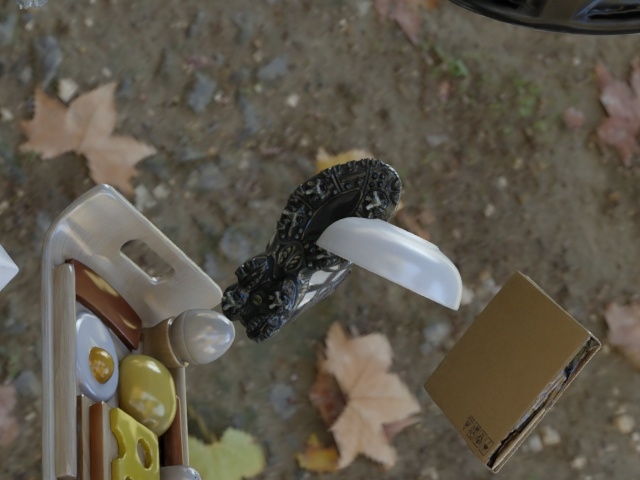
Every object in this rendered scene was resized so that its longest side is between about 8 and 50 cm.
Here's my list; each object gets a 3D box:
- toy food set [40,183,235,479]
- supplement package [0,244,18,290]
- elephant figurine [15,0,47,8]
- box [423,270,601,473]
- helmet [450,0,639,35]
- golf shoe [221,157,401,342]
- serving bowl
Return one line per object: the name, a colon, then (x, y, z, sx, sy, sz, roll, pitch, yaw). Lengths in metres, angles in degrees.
toy food set: (-0.130, 0.134, 1.231, 0.220, 0.092, 0.306, 49, 29, -54)
supplement package: (-0.319, -0.014, 0.829, 0.203, 0.149, 0.194, 49, 14, 22)
elephant figurine: (-0.287, -0.251, 0.947, 0.239, 0.169, 0.186, -4, 34, 5)
box: (0.188, 0.126, 1.519, 0.021, 0.201, 0.164, 37, 95, -20)
helmet: (0.082, -0.152, 0.407, 0.169, 0.169, 0.161, 27, 43, -21)
golf shoe: (0.000, 0.000, 1.260, 0.077, 0.198, 0.094, 52, 25, 10)
serving bowl: (0.040, 0.008, 0.804, 0.083, 0.083, 0.027, 24, 90, -23)
